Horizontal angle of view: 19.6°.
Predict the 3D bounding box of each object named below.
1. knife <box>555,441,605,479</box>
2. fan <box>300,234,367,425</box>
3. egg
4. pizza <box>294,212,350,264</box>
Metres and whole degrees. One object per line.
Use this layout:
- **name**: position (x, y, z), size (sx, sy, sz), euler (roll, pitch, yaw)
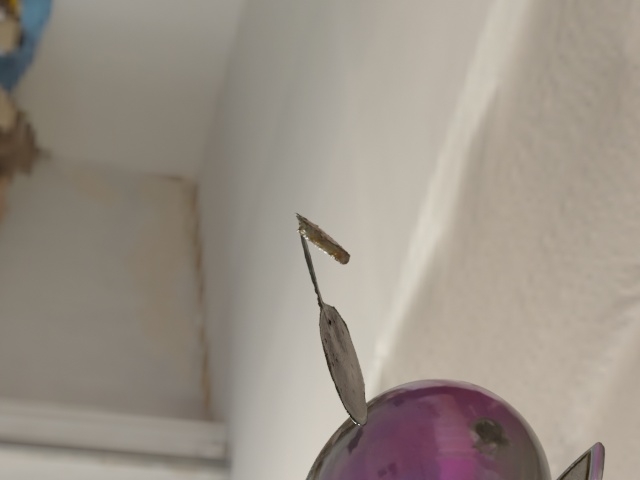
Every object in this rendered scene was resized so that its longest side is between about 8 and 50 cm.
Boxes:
- **knife**: position (0.146, 0.215, 1.296), size (0.256, 0.022, 0.046), euler (113, -21, -49)
- **fan**: position (0.008, 0.059, 1.226), size (0.085, 0.005, 0.133), euler (-41, 113, -75)
- **egg**: position (0.076, 0.230, 1.507), size (0.196, 0.196, 0.271), euler (-101, -150, -51)
- **pizza**: position (0.000, 0.000, 1.536), size (0.016, 0.037, 0.083), euler (-51, -139, 1)
